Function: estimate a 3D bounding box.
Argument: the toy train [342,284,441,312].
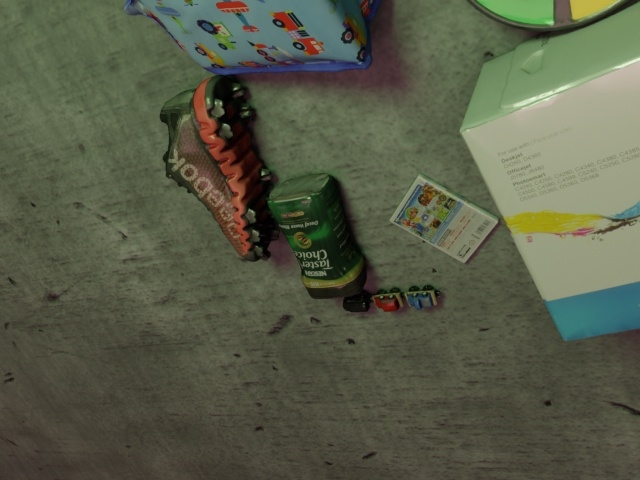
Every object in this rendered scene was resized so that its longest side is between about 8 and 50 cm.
[{"bbox_3d":[0.105,0.091,0.943,0.158,0.036,0.027,-8,120,28],"label":"toy train"}]

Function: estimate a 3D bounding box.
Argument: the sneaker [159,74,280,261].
[{"bbox_3d":[-0.145,-0.091,0.880,0.135,0.097,0.276,-3,120,24],"label":"sneaker"}]

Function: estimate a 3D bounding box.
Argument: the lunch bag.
[{"bbox_3d":[-0.109,-0.280,0.673,0.293,0.138,0.221,-1,153,34],"label":"lunch bag"}]

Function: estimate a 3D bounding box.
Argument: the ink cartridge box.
[{"bbox_3d":[0.298,-0.075,0.636,0.197,0.198,0.270,-19,115,33],"label":"ink cartridge box"}]

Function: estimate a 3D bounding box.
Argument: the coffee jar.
[{"bbox_3d":[0.000,0.000,0.895,0.096,0.079,0.184,-8,121,27],"label":"coffee jar"}]

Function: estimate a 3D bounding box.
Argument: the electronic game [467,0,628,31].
[{"bbox_3d":[0.220,-0.315,0.578,0.229,0.048,0.229,10,119,19],"label":"electronic game"}]

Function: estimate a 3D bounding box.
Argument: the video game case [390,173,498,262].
[{"bbox_3d":[0.167,-0.029,0.847,0.122,0.011,0.087,30,131,0],"label":"video game case"}]
